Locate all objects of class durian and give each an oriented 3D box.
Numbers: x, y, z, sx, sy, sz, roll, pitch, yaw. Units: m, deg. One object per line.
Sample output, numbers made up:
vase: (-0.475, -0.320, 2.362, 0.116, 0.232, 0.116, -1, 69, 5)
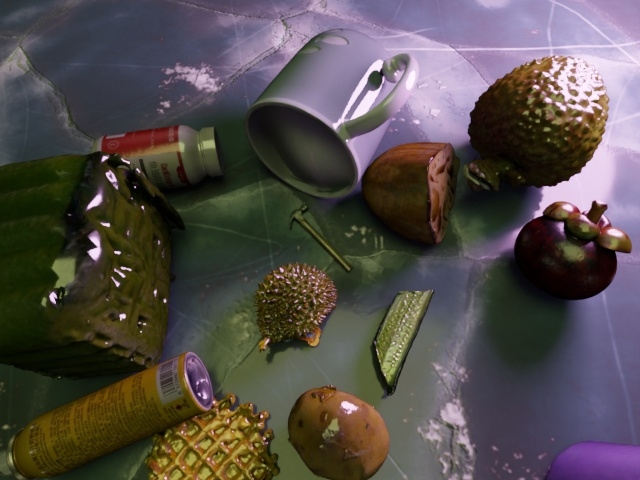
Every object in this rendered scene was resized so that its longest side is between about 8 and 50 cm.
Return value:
durian: (-0.058, 0.117, 0.805, 0.146, 0.102, 0.208, 34, 60, 9)

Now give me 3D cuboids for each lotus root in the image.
lotus root: (0.181, -0.100, 0.905, 0.179, 0.199, 0.188, 3, 21, 32)

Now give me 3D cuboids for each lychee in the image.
lychee: (0.443, -0.236, 0.899, 0.269, 0.270, 0.320, 12, 85, 5)

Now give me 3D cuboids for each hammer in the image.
hammer: (0.000, 0.000, 0.917, 0.062, 0.017, 0.182, -38, 72, -16)

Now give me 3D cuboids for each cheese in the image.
cheese: (-0.054, 0.177, 0.834, 0.111, 0.017, 0.047, 10, 68, 3)

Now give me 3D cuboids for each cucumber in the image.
cucumber: (0.144, 0.180, 0.821, 0.070, 0.046, 0.220, 24, 66, 12)

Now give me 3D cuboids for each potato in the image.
potato: (0.029, 0.320, 0.712, 0.175, 0.137, 0.137, 20, 67, 6)

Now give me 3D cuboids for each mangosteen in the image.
mangosteen: (0.475, 0.013, 0.820, 0.199, 0.200, 0.200, 0, 65, -1)

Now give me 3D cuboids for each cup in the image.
cup: (0.051, -0.279, 0.874, 0.259, 0.356, 0.275, 44, 61, -29)

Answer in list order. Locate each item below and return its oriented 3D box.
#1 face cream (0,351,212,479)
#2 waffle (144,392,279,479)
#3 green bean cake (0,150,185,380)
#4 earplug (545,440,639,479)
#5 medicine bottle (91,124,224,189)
face cream: (-0.358, 0.299, 0.711, 0.348, 0.105, 0.105, -24, 67, -1)
waffle: (-0.186, 0.382, 0.722, 0.228, 0.051, 0.232, -7, 65, -1)
green bean cake: (-0.374, 0.055, 0.725, 0.217, 0.335, 0.319, -8, 68, 6)
earplug: (0.487, 0.357, 0.520, 0.215, 0.456, 0.215, 2, 65, -3)
medicine bottle: (-0.343, -0.175, 0.930, 0.249, 0.131, 0.131, -9, 66, -5)
